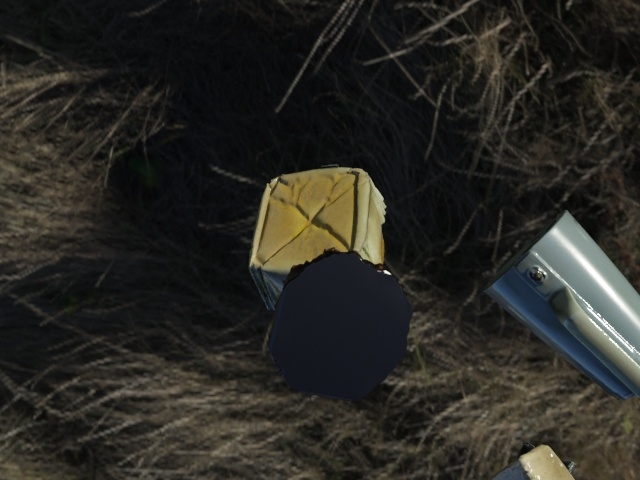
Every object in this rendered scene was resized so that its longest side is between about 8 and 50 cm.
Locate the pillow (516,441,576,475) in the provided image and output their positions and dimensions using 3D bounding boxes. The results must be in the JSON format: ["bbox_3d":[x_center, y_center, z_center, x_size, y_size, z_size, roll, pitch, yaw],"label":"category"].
[{"bbox_3d":[0.494,0.544,1.896,0.055,0.208,0.141,25,82,-13],"label":"pillow"}]

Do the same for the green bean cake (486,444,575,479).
[{"bbox_3d":[0.320,0.412,1.334,0.085,0.109,0.179,-16,154,-40],"label":"green bean cake"}]

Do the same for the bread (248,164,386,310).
[{"bbox_3d":[0.000,-0.001,1.272,0.192,0.209,0.109,-9,140,16],"label":"bread"}]

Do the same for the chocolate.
[{"bbox_3d":[0.011,0.078,0.887,0.156,0.133,0.156,-1,96,-12],"label":"chocolate"}]

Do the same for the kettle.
[{"bbox_3d":[0.360,0.098,1.127,0.243,0.210,0.160,46,102,8],"label":"kettle"}]
